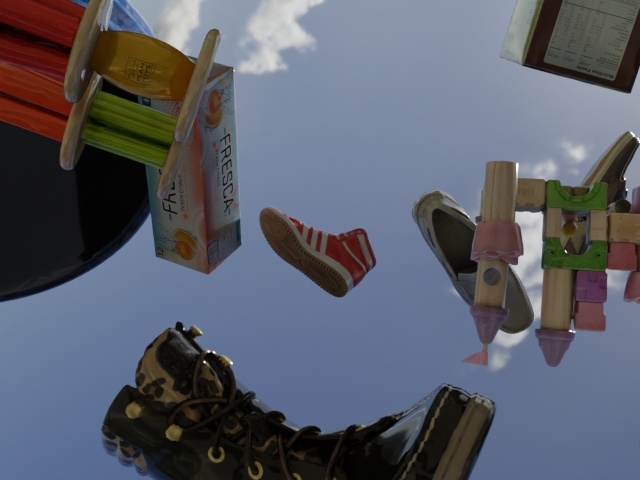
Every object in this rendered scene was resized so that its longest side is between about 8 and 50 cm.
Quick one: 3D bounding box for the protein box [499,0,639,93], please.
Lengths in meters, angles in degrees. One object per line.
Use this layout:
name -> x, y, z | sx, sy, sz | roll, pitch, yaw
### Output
protein box -> 0.330, -0.303, 1.142 | 0.200, 0.136, 0.201 | -79, -176, -76

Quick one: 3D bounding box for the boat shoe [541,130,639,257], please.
boat shoe -> 0.499, -0.066, 1.638 | 0.285, 0.092, 0.103 | -55, 173, -14

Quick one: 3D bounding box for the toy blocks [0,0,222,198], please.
toy blocks -> -0.129, -0.079, 0.424 | 0.123, 0.148, 0.054 | 131, -24, -65

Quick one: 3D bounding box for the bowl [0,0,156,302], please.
bowl -> -0.322, -0.090, 0.834 | 0.391, 0.391, 0.077 | -40, -136, 16

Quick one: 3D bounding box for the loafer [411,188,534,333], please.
loafer -> 0.277, 0.049, 1.643 | 0.112, 0.319, 0.111 | -40, -167, 8

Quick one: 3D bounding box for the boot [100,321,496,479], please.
boot -> -0.038, 0.179, 0.808 | 0.138, 0.284, 0.377 | -53, 175, -36

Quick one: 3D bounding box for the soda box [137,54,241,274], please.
soda box -> -0.111, -0.064, 0.794 | 0.063, 0.183, 0.058 | 18, -142, 22

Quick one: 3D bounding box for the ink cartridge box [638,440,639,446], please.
ink cartridge box -> 0.497, 0.284, 1.106 | 0.176, 0.128, 0.127 | -10, -108, 4

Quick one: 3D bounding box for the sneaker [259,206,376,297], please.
sneaker -> 0.000, 0.000, 0.885 | 0.067, 0.118, 0.042 | -34, 158, -39

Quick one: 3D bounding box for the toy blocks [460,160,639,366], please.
toy blocks -> 0.345, 0.050, 1.268 | 0.309, 0.289, 0.260 | 48, 45, -82
